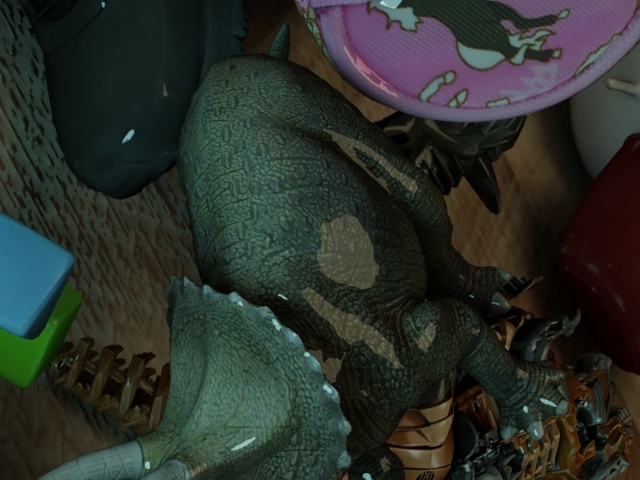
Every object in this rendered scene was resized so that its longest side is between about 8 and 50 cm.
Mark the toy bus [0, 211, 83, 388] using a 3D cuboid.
[{"bbox_3d":[-0.167,0.080,0.497,0.104,0.202,0.191,30,36,2],"label":"toy bus"}]

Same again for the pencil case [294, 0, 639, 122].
[{"bbox_3d":[0.041,-0.169,0.842,0.160,0.167,0.386,47,5,-19],"label":"pencil case"}]

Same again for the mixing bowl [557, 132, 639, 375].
[{"bbox_3d":[0.227,0.028,1.202,0.181,0.098,0.181,53,-10,13],"label":"mixing bowl"}]

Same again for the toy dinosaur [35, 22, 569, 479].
[{"bbox_3d":[0.000,0.000,0.646,0.160,0.121,0.313,44,37,-40],"label":"toy dinosaur"}]

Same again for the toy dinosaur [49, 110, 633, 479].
[{"bbox_3d":[0.031,0.054,0.824,0.322,0.164,0.218,13,70,-60],"label":"toy dinosaur"}]

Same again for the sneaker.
[{"bbox_3d":[-0.116,-0.149,0.780,0.130,0.109,0.286,18,50,-42],"label":"sneaker"}]

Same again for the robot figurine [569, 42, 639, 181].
[{"bbox_3d":[0.312,-0.120,1.375,0.300,0.200,0.353,28,25,13],"label":"robot figurine"}]
